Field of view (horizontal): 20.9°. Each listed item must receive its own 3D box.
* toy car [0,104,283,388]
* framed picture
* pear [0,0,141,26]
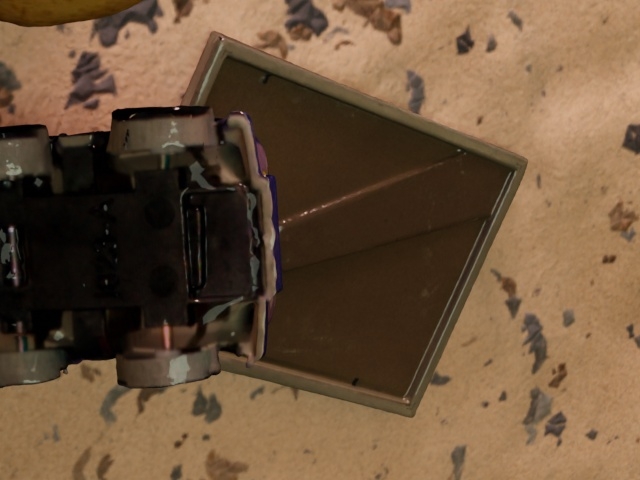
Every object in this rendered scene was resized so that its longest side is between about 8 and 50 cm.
[{"bbox_3d":[-0.135,0.002,1.133,0.235,0.158,0.172,-3,93,9],"label":"toy car"},{"bbox_3d":[0.000,0.000,1.319,0.324,0.020,0.240,16,100,-38],"label":"framed picture"},{"bbox_3d":[-0.151,-0.270,0.924,0.314,0.314,0.314,-14,117,-29],"label":"pear"}]
